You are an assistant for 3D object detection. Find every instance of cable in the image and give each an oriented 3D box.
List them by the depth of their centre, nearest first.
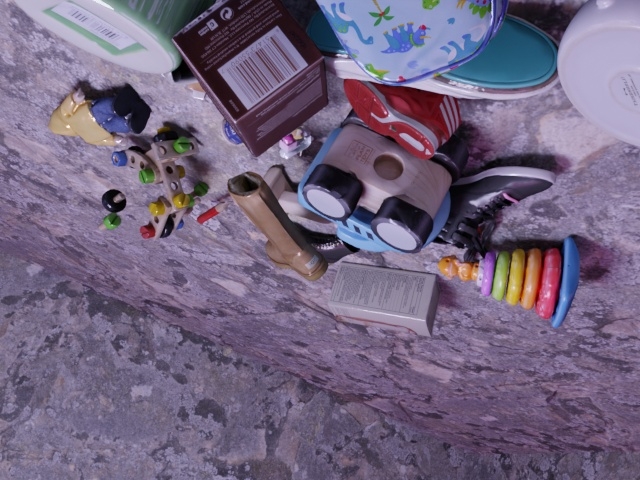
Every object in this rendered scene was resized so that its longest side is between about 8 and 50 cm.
[{"bbox_3d":[0.367,-0.012,1.346,0.139,0.072,0.287,-18,150,26],"label":"cable"}]

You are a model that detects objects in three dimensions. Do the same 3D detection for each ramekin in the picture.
[{"bbox_3d":[-0.326,-0.390,0.878,0.303,0.148,0.303,19,173,2],"label":"ramekin"}]

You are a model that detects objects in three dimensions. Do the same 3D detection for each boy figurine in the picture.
[{"bbox_3d":[-0.543,-0.292,1.362,0.285,0.092,0.177,1,147,33],"label":"boy figurine"}]

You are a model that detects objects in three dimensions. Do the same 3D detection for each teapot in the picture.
[{"bbox_3d":[0.439,-0.252,0.701,0.252,0.187,0.256,35,170,19],"label":"teapot"}]

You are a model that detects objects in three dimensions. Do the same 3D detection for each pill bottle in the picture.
[{"bbox_3d":[-0.154,-0.250,1.209,0.120,0.067,0.067,-10,141,43],"label":"pill bottle"}]

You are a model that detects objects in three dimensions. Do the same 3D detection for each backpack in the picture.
[{"bbox_3d":[0.090,-0.368,0.676,0.290,0.274,0.355,-16,152,23],"label":"backpack"}]

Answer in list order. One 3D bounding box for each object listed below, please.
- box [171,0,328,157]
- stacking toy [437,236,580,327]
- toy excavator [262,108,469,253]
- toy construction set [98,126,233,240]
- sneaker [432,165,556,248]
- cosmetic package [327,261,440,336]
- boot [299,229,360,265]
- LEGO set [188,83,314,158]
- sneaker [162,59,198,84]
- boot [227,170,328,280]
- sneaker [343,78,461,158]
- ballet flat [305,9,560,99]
[{"bbox_3d":[-0.102,-0.268,0.911,0.167,0.168,0.203,52,177,6],"label":"box"},{"bbox_3d":[0.423,0.082,1.303,0.301,0.175,0.166,8,149,16],"label":"stacking toy"},{"bbox_3d":[0.046,-0.091,1.220,0.432,0.222,0.445,27,158,7],"label":"toy excavator"},{"bbox_3d":[-0.352,-0.141,1.413,0.237,0.258,0.308,-24,152,37],"label":"toy construction set"},{"bbox_3d":[0.328,-0.057,1.137,0.295,0.147,0.104,-8,158,45],"label":"sneaker"},{"bbox_3d":[0.190,0.172,1.662,0.296,0.153,0.129,8,152,24],"label":"cosmetic package"},{"bbox_3d":[0.000,0.000,1.571,0.197,0.077,0.137,22,151,-34],"label":"boot"},{"bbox_3d":[-0.119,-0.284,1.090,0.287,0.132,0.107,37,139,16],"label":"LEGO set"},{"bbox_3d":[-0.288,-0.353,1.052,0.262,0.121,0.099,12,151,14],"label":"sneaker"},{"bbox_3d":[-0.113,-0.044,1.248,0.236,0.089,0.269,20,154,52],"label":"boot"},{"bbox_3d":[0.152,-0.247,1.003,0.221,0.128,0.087,45,160,16],"label":"sneaker"},{"bbox_3d":[0.171,-0.289,0.890,0.400,0.139,0.139,15,152,19],"label":"ballet flat"}]
